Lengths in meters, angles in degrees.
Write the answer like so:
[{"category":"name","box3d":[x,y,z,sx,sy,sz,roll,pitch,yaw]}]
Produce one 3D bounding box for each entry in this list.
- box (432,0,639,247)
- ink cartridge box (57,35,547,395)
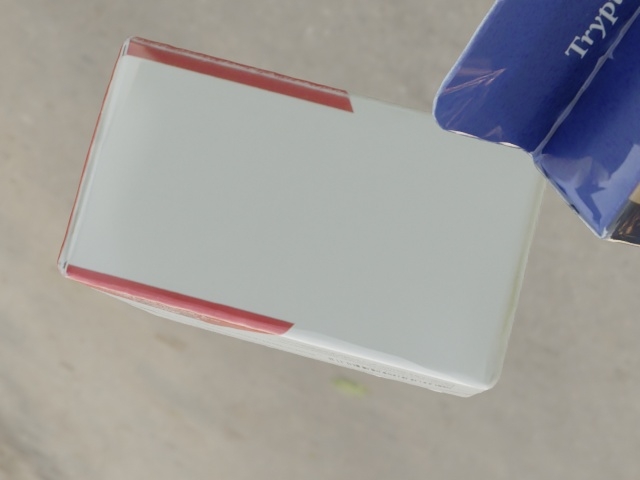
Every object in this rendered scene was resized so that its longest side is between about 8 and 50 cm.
[{"category":"box","box3d":[0.141,-0.049,0.442,0.225,0.136,0.036,12,-149,-41]},{"category":"ink cartridge box","box3d":[0.000,0.000,0.945,0.197,0.114,0.273,15,175,4]}]
